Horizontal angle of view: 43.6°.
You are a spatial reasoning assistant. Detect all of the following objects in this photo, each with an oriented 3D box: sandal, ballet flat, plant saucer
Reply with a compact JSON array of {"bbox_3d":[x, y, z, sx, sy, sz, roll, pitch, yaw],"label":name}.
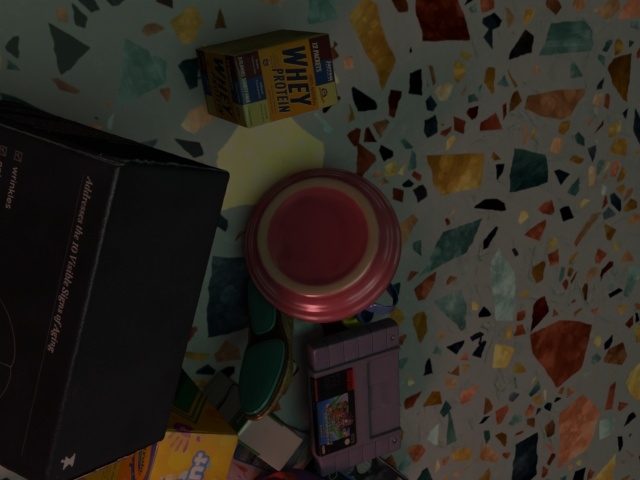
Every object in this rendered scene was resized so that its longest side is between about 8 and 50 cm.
[{"bbox_3d":[0.085,0.061,1.795,0.126,0.138,0.317,-60,136,-42],"label":"sandal"},{"bbox_3d":[-0.099,0.223,1.682,0.123,0.349,0.123,-1,145,-1],"label":"ballet flat"},{"bbox_3d":[0.000,0.000,1.649,0.332,0.332,0.084,-51,164,-6],"label":"plant saucer"}]

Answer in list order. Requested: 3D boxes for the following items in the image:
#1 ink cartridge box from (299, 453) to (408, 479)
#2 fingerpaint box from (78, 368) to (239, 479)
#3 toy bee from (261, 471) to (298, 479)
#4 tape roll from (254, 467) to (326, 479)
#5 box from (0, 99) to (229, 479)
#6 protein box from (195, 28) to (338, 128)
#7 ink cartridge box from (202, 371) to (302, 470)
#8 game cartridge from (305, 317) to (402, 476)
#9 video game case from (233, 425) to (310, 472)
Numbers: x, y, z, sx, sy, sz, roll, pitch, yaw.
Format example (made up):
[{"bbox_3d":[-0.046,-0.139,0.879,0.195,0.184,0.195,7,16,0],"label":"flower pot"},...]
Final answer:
[{"bbox_3d":[0.102,0.617,2.039,0.332,0.065,0.165,42,82,-33],"label":"ink cartridge box"},{"bbox_3d":[-0.351,0.492,1.562,0.163,0.371,0.445,12,99,-32],"label":"fingerpaint box"},{"bbox_3d":[-0.166,0.610,1.739,0.195,0.298,0.162,5,63,-40],"label":"toy bee"},{"bbox_3d":[-0.071,0.683,1.880,0.274,0.090,0.275,0,93,-6],"label":"tape roll"},{"bbox_3d":[-0.460,0.048,1.263,0.297,0.471,0.480,-4,111,-64],"label":"box"},{"bbox_3d":[-0.105,-0.318,1.545,0.199,0.201,0.136,-19,114,-23],"label":"protein box"},{"bbox_3d":[-0.157,0.388,1.736,0.087,0.208,0.153,-52,123,-10],"label":"ink cartridge box"},{"bbox_3d":[0.081,0.371,1.865,0.230,0.068,0.355,-16,116,-26],"label":"game cartridge"},{"bbox_3d":[-0.115,0.490,1.904,0.166,0.015,0.119,31,90,-33],"label":"video game case"}]
